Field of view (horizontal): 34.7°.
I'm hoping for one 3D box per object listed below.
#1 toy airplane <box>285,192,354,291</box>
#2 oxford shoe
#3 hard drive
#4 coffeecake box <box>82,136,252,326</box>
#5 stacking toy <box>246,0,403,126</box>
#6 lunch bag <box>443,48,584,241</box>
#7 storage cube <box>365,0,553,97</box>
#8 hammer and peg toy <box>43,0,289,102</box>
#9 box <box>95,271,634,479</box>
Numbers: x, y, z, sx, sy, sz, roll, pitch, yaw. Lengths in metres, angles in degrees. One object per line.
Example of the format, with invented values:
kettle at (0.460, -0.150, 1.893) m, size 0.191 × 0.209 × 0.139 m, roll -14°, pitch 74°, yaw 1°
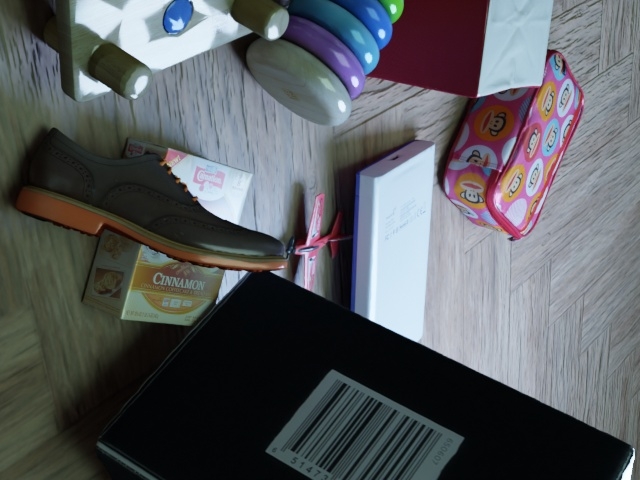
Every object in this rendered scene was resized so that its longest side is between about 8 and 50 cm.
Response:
toy airplane at (0.000, 0.000, 1.386) m, size 0.151 × 0.028 × 0.151 m, roll -28°, pitch 127°, yaw -45°
oxford shoe at (-0.153, -0.034, 1.008) m, size 0.271 × 0.097 × 0.098 m, roll 17°, pitch 84°, yaw -16°
hard drive at (0.105, 0.030, 1.503) m, size 0.210 × 0.040 × 0.318 m, roll -33°, pitch 130°, yaw -56°
coffeecake box at (-0.165, -0.005, 1.126) m, size 0.142 × 0.068 × 0.185 m, roll 13°, pitch 93°, yaw -54°
stacking toy at (0.058, -0.300, 1.204) m, size 0.330 × 0.141 × 0.141 m, roll -55°, pitch 142°, yaw -10°
lunch bag at (0.329, -0.155, 1.699) m, size 0.258 × 0.120 × 0.293 m, roll 35°, pitch 77°, yaw -58°
storage cube at (0.182, -0.305, 1.361) m, size 0.184 × 0.193 × 0.215 m, roll -16°, pitch 118°, yaw -50°
hammer and peg toy at (-0.100, -0.293, 0.982) m, size 0.361 × 0.127 × 0.266 m, roll -32°, pitch 144°, yaw -38°
box at (0.064, 0.351, 1.176) m, size 0.297 × 0.480 × 0.471 m, roll -48°, pitch 148°, yaw -29°
